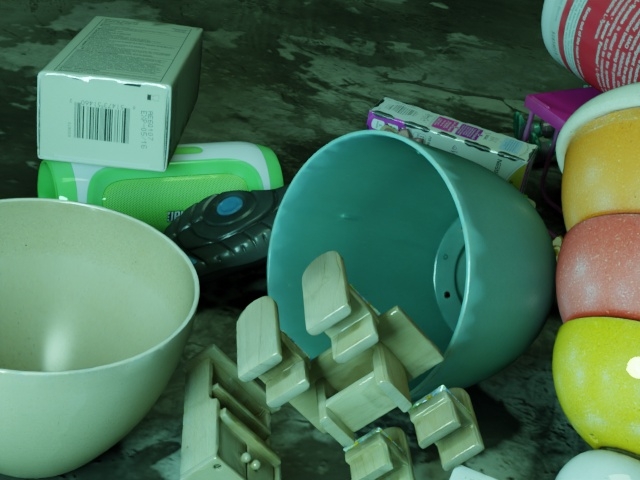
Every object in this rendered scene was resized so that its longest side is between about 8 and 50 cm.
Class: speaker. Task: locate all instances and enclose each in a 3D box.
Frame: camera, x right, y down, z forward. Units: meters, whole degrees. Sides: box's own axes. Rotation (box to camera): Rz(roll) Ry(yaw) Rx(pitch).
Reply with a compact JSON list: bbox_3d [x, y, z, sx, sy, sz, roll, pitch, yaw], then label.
[{"bbox_3d":[-0.203,-0.060,1.410,0.297,0.131,0.131,-6,34,-26],"label":"speaker"}]

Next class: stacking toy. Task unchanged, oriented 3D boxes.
[{"bbox_3d":[0.353,0.113,1.104,0.351,0.350,0.480,18,71,11],"label":"stacking toy"}]

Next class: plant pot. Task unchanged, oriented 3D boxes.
[{"bbox_3d":[-0.268,0.111,1.040,0.284,0.191,0.284,9,30,-5],"label":"plant pot"},{"bbox_3d":[0.124,0.035,1.223,0.235,0.293,0.293,3,28,-44],"label":"plant pot"}]

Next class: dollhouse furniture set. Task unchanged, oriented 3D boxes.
[{"bbox_3d":[-0.007,0.136,1.031,0.212,0.242,0.161,47,19,-28],"label":"dollhouse furniture set"}]

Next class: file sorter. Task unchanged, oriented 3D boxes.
[{"bbox_3d":[0.460,-0.110,1.662,0.291,0.182,0.202,-11,38,-31],"label":"file sorter"}]

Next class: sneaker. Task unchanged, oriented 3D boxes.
[{"bbox_3d":[-0.040,-0.003,1.355,0.341,0.139,0.125,-21,42,-2],"label":"sneaker"}]

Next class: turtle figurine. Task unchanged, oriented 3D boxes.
[{"bbox_3d":[0.456,-0.192,1.866,0.234,0.118,0.175,-11,19,-8],"label":"turtle figurine"}]

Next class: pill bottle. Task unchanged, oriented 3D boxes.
[{"bbox_3d":[0.517,-0.262,1.532,0.229,0.229,0.407,-8,37,-30],"label":"pill bottle"}]

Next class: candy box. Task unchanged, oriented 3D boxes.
[{"bbox_3d":[0.170,-0.090,1.554,0.233,0.159,0.071,19,31,14],"label":"candy box"}]

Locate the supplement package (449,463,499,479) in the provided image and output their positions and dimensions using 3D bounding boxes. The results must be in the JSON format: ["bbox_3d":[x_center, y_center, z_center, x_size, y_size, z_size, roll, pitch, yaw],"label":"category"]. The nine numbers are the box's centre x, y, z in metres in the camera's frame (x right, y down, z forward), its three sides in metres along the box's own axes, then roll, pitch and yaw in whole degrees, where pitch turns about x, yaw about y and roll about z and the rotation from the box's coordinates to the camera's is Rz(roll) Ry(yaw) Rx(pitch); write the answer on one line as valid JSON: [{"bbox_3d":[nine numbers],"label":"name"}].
[{"bbox_3d":[0.133,0.299,0.945,0.105,0.105,0.179,19,32,11],"label":"supplement package"}]

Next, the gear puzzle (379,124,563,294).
[{"bbox_3d":[0.189,-0.019,1.446,0.339,0.044,0.175,29,74,9],"label":"gear puzzle"}]

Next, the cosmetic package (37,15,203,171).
[{"bbox_3d":[-0.249,-0.197,1.412,0.160,0.113,0.309,7,22,0],"label":"cosmetic package"}]
